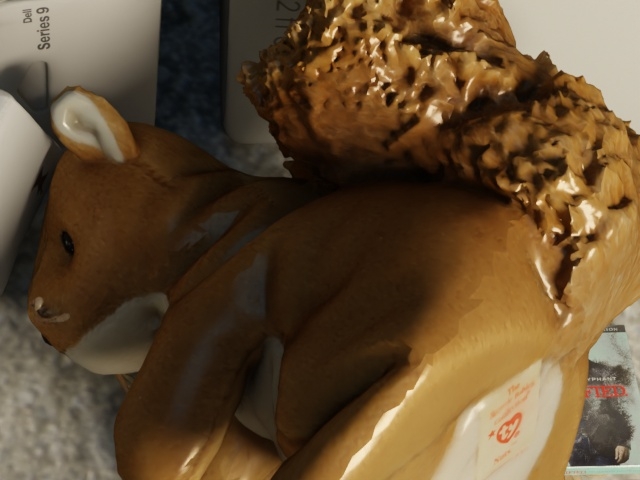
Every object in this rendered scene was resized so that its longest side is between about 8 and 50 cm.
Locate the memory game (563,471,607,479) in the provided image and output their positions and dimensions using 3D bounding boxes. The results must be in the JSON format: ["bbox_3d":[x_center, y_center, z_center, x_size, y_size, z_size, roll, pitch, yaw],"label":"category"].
[{"bbox_3d":[0.225,0.207,1.091,0.186,0.012,0.186,2,61,-4],"label":"memory game"}]

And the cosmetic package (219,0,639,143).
[{"bbox_3d":[0.122,-0.292,1.181,0.394,0.329,0.327,-1,60,-5],"label":"cosmetic package"}]

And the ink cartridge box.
[{"bbox_3d":[-0.202,-0.231,1.186,0.121,0.211,0.289,-9,63,-12],"label":"ink cartridge box"}]

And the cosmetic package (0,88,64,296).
[{"bbox_3d":[-0.431,-0.062,1.064,0.453,0.161,0.230,23,81,7],"label":"cosmetic package"}]

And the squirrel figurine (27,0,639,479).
[{"bbox_3d":[0.000,0.000,1.036,0.370,0.281,0.397,33,88,34],"label":"squirrel figurine"}]

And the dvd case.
[{"bbox_3d":[0.183,0.111,1.131,0.087,0.013,0.119,0,51,-4],"label":"dvd case"}]
